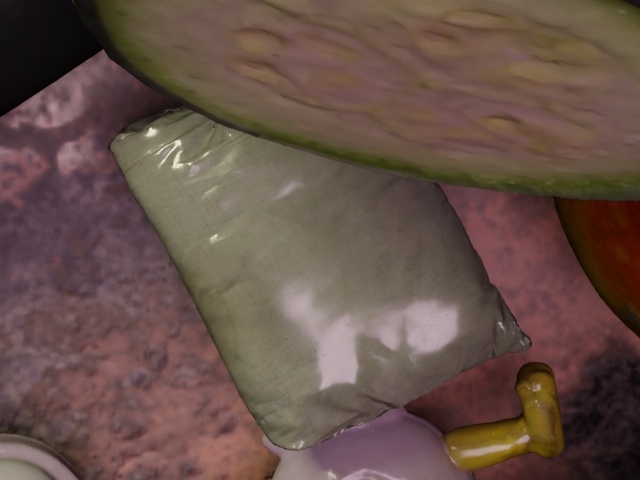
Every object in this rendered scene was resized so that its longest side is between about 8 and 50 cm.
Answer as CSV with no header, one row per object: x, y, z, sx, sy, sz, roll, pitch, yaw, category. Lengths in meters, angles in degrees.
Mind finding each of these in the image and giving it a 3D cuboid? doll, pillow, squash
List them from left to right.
-0.057,0.150,0.913,0.365,0.094,0.160,-12,101,-7,doll
0.000,0.000,0.869,0.134,0.078,0.181,-29,85,-12,pillow
0.082,-0.233,0.701,0.263,0.263,0.384,18,75,-12,squash

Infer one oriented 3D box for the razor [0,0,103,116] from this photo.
-0.167,-0.158,0.816,0.349,0.113,0.204,-34,102,0,razor

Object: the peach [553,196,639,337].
0.211,-0.037,0.844,0.231,0.231,0.231,-2,103,-8,peach
